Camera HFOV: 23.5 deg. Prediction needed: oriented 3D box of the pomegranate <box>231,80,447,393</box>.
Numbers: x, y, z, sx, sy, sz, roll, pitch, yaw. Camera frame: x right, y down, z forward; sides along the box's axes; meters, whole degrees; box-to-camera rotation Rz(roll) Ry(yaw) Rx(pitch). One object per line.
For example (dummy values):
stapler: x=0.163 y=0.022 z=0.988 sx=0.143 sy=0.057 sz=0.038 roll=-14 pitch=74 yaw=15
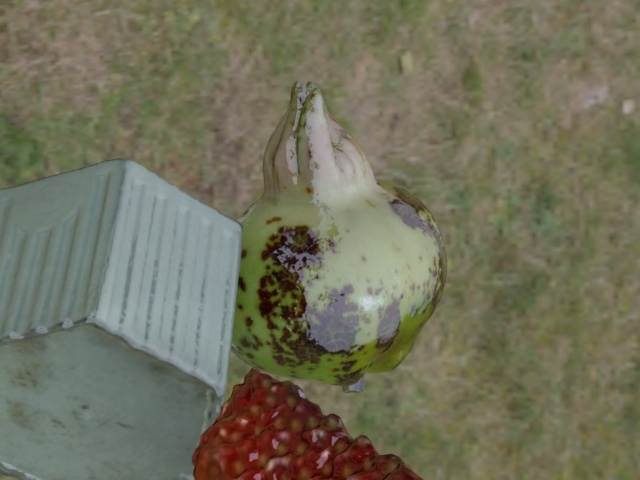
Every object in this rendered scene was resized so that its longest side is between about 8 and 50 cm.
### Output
pomegranate: x=0.014 y=0.003 z=1.420 sx=0.222 sy=0.204 sz=0.277 roll=-26 pitch=142 yaw=-49

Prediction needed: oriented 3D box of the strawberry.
strawberry: x=0.038 y=0.178 z=0.678 sx=0.106 sy=0.286 sz=0.188 roll=-44 pitch=146 yaw=-16

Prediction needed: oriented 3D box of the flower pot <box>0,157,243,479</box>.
flower pot: x=-0.178 y=0.076 z=1.241 sx=0.190 sy=0.239 sz=0.209 roll=-89 pitch=160 yaw=-46
